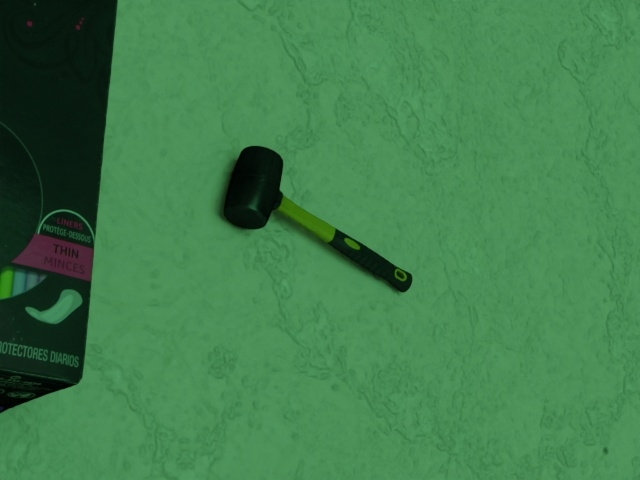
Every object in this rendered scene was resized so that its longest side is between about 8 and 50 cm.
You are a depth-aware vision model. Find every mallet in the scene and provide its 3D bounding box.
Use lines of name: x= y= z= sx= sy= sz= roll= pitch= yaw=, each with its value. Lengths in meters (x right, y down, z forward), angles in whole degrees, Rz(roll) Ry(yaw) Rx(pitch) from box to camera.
mallet: x=0.000 y=0.000 z=1.141 sx=0.190 sy=0.039 sz=0.062 roll=39 pitch=55 yaw=-24

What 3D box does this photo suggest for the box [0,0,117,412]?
box: x=-0.242 y=-0.038 z=0.907 sx=0.165 sy=0.143 sz=0.270 roll=14 pitch=67 yaw=-32
